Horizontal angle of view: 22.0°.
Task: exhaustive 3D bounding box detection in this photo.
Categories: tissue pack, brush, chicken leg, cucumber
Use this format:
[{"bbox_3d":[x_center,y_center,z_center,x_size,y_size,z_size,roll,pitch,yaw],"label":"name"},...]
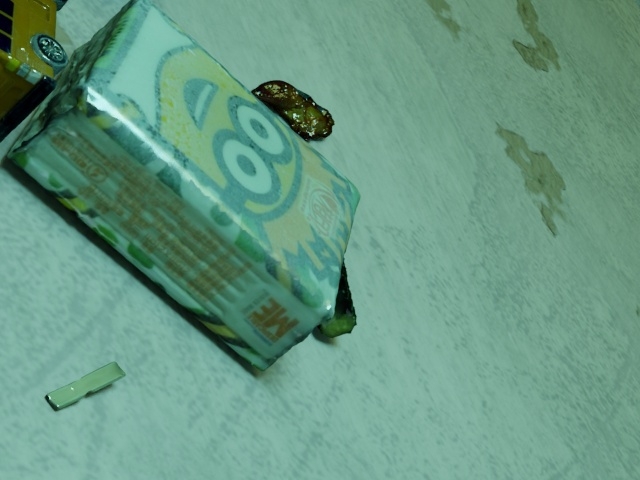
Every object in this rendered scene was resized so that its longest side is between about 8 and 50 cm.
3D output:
[{"bbox_3d":[-0.114,-0.058,1.528,0.311,0.128,0.228,42,29,-16],"label":"tissue pack"},{"bbox_3d":[-0.190,0.118,1.325,0.016,0.013,0.083,50,35,11],"label":"brush"},{"bbox_3d":[-0.039,-0.150,1.845,0.145,0.037,0.062,28,48,-37],"label":"chicken leg"},{"bbox_3d":[0.001,-0.001,1.703,0.044,0.043,0.256,54,17,-43],"label":"cucumber"}]

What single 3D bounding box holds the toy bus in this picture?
[{"bbox_3d":[-0.297,-0.195,1.466,0.114,0.098,0.201,30,35,-32],"label":"toy bus"}]
